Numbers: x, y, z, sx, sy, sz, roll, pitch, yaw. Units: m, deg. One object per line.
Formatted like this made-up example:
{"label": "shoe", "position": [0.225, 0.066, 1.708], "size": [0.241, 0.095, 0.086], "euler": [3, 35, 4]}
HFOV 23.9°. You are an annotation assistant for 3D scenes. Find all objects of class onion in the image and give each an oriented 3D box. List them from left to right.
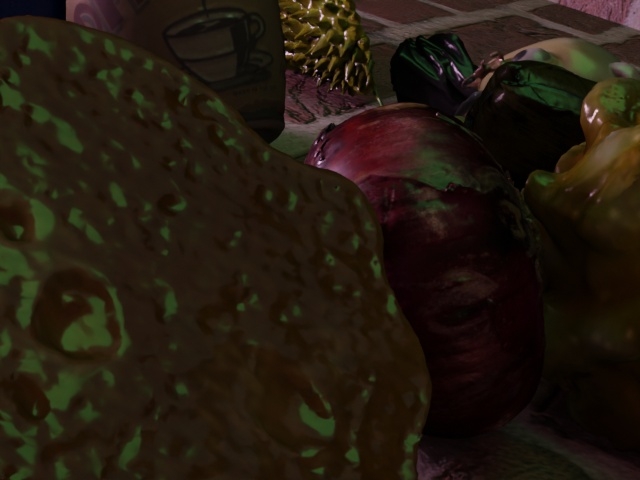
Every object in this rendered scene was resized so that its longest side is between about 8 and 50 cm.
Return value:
{"label": "onion", "position": [0.063, 0.020, 1.067], "size": [0.190, 0.246, 0.246], "euler": [-11, 22, -3]}

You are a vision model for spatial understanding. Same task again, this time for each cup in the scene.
{"label": "cup", "position": [-0.175, -0.189, 1.483], "size": [0.301, 0.257, 0.227], "euler": [-22, -11, 24]}

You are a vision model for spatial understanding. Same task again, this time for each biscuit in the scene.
{"label": "biscuit", "position": [-0.109, 0.048, 0.817], "size": [0.365, 0.062, 0.385], "euler": [27, 43, -14]}

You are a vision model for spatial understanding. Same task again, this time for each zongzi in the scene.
{"label": "zongzi", "position": [0.287, -0.018, 1.420], "size": [0.286, 0.138, 0.300], "euler": [12, 49, -30]}

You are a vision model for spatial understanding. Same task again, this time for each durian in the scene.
{"label": "durian", "position": [0.000, -0.299, 2.064], "size": [0.169, 0.157, 0.355], "euler": [26, 13, -24]}

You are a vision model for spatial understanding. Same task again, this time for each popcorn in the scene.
{"label": "popcorn", "position": [0.312, 0.006, 1.164], "size": [0.290, 0.325, 0.321], "euler": [49, 22, 24]}

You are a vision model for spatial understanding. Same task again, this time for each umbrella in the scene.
{"label": "umbrella", "position": [0.242, -0.175, 1.966], "size": [0.340, 0.118, 0.118], "euler": [24, 20, 22]}

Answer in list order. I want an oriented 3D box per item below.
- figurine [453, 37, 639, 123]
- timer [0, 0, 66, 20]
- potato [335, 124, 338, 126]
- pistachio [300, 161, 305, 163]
{"label": "figurine", "position": [0.202, -0.075, 1.582], "size": [0.394, 0.226, 0.274], "euler": [-12, 61, -44]}
{"label": "timer", "position": [-0.379, -0.213, 1.424], "size": [0.270, 0.270, 0.383], "euler": [12, 3, -11]}
{"label": "potato", "position": [0.055, -0.092, 1.643], "size": [0.086, 0.061, 0.122], "euler": [30, 24, 31]}
{"label": "pistachio", "position": [0.000, 0.000, 1.260], "size": [0.200, 0.117, 0.145], "euler": [10, -20, 6]}
